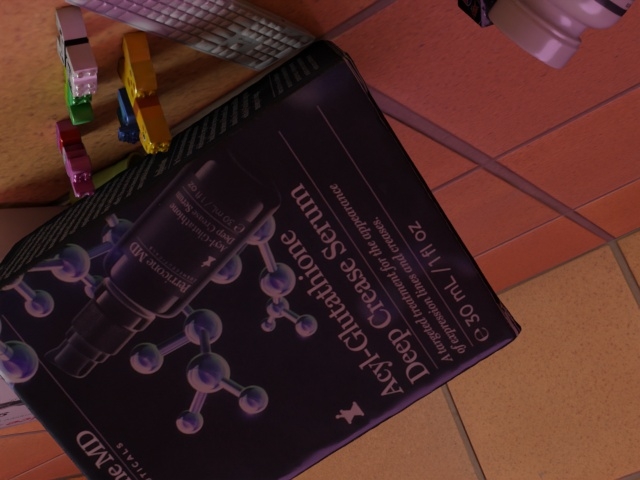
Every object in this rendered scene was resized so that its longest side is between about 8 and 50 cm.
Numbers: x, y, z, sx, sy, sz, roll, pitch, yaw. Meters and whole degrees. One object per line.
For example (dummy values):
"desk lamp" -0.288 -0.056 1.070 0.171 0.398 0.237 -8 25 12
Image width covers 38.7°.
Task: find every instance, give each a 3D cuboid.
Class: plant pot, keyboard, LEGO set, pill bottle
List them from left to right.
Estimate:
"plant pot" -0.225 -0.047 0.988 0.079 0.083 0.083 -13 167 14
"LEGO set" -0.178 -0.105 0.801 0.087 0.093 0.227 -16 164 -20
"keyboard" -0.099 -0.188 0.777 0.072 0.014 0.256 -29 162 27
"pill bottle" 0.224 -0.239 0.754 0.108 0.108 0.180 0 134 -52

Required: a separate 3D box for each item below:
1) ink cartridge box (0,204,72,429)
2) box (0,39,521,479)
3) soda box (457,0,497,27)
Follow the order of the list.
"ink cartridge box" -0.365 0.112 1.153 0.285 0.166 0.395 -6 159 -43
"box" -0.072 0.045 0.862 0.395 0.294 0.212 -33 -164 5
"soda box" 0.212 -0.255 0.846 0.168 0.053 0.060 -18 131 -8
